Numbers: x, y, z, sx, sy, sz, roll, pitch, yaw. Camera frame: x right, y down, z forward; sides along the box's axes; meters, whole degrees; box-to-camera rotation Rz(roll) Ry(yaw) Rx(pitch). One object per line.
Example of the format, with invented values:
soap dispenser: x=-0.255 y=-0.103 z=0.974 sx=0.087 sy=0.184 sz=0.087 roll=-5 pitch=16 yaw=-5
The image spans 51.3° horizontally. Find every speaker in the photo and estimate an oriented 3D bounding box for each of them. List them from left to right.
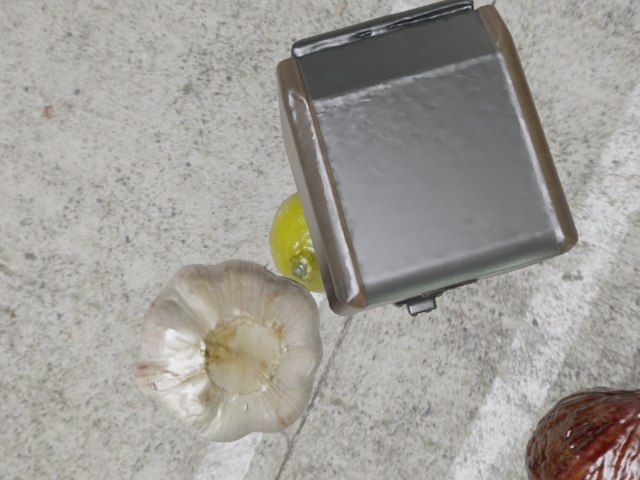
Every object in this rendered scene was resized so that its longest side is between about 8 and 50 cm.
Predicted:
speaker: x=0.062 y=-0.039 z=0.506 sx=0.153 sy=0.231 sz=0.193 roll=-15 pitch=82 yaw=-2

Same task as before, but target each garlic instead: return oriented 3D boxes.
garlic: x=-0.114 y=0.127 z=0.800 sx=0.218 sy=0.212 sz=0.219 roll=1 pitch=86 yaw=-14

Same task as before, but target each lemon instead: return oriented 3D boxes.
lemon: x=0.000 y=0.000 z=1.169 sx=0.183 sy=0.248 sz=0.184 roll=2 pitch=115 yaw=5

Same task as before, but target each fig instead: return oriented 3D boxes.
fig: x=0.267 y=0.168 z=0.565 sx=0.133 sy=0.146 sz=0.201 roll=3 pitch=131 yaw=-19
